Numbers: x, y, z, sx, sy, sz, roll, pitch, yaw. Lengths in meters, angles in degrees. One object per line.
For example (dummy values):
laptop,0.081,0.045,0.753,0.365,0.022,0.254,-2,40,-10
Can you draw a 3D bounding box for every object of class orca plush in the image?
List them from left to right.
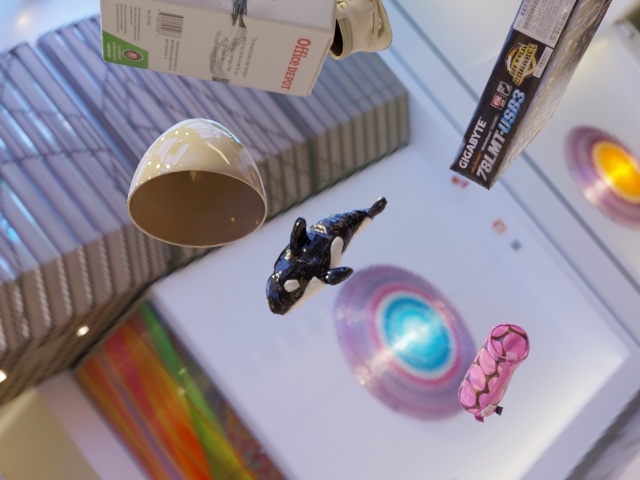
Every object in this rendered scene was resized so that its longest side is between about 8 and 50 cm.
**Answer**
orca plush,0.000,0.000,1.794,0.287,0.102,0.151,-36,34,-19

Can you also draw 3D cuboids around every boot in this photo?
boot,0.042,-0.445,1.954,0.077,0.213,0.165,-18,5,42

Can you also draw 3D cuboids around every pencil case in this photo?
pencil case,0.339,0.258,2.042,0.098,0.095,0.209,-74,-1,-46

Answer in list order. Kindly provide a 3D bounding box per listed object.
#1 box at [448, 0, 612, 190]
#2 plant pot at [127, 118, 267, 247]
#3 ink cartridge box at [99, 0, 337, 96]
box,0.299,-0.248,1.390,0.295,0.073,0.293,-42,-21,-51
plant pot,-0.255,-0.140,2.184,0.284,0.191,0.284,-2,-32,-1
ink cartridge box,-0.096,-0.215,0.984,0.153,0.208,0.087,127,151,-72
